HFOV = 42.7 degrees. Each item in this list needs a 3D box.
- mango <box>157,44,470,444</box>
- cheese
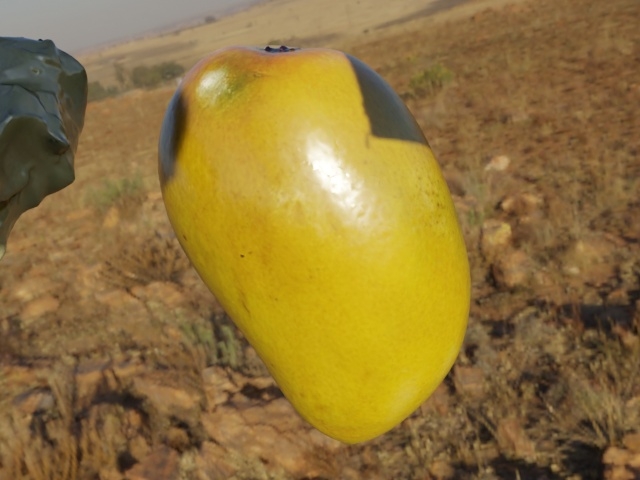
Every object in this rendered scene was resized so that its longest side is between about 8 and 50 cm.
[{"bbox_3d":[0.000,0.000,0.620,0.211,0.317,0.173,-20,8,29],"label":"mango"},{"bbox_3d":[-0.251,-0.046,0.557,0.175,0.091,0.203,-8,49,6],"label":"cheese"}]
